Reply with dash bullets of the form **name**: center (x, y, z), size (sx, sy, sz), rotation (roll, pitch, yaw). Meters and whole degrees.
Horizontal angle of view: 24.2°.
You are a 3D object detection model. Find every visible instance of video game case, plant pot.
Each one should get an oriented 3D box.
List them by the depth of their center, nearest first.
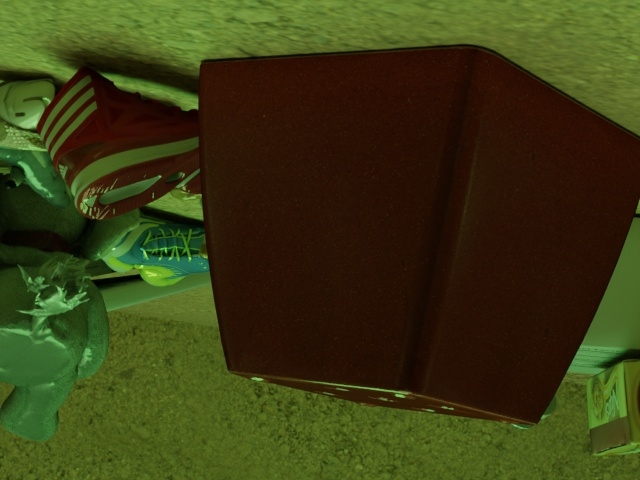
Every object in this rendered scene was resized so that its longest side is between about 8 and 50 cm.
- **plant pot**: center (0.065, 0.009, 1.149), size (0.267, 0.235, 0.267), rotation (3, 169, 40)
- **video game case**: center (-0.375, 0.087, 2.363), size (0.300, 0.036, 0.329), rotation (-7, -177, 26)

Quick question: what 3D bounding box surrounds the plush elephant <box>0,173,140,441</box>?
- **plush elephant**: center (-0.353, 0.031, 1.735), size (0.272, 0.255, 0.330), rotation (23, 135, -27)

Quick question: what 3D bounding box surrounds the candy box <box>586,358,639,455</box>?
- **candy box**: center (0.440, 0.163, 1.489), size (0.317, 0.087, 0.183), rotation (-2, 168, -2)

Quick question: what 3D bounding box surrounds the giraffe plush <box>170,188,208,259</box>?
- **giraffe plush**: center (-0.046, -0.025, 1.432), size (0.210, 0.181, 0.170), rotation (43, 175, 25)

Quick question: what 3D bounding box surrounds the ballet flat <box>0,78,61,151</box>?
- **ballet flat**: center (-0.222, -0.111, 1.308), size (0.206, 0.073, 0.067), rotation (9, 145, -12)

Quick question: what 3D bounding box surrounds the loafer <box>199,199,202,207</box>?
- **loafer**: center (-0.075, -0.032, 1.699), size (0.125, 0.045, 0.039), rotation (17, 162, -28)

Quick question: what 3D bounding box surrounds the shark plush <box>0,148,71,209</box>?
- **shark plush**: center (-0.304, -0.081, 1.533), size (0.073, 0.067, 0.161), rotation (6, 171, 22)

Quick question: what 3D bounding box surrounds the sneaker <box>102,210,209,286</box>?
- **sneaker**: center (-0.205, -0.004, 1.963), size (0.126, 0.091, 0.240), rotation (-12, 166, 14)

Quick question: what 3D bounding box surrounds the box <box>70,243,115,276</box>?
- **box**: center (-0.403, 0.037, 2.346), size (0.145, 0.038, 0.186), rotation (2, -172, 40)

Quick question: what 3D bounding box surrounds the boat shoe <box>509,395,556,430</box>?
- **boat shoe**: center (0.141, 0.128, 1.838), size (0.324, 0.096, 0.116), rotation (38, -152, 10)

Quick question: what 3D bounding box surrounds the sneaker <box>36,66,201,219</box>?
- **sneaker**: center (-0.131, -0.103, 1.233), size (0.221, 0.128, 0.087), rotation (-15, 152, -44)

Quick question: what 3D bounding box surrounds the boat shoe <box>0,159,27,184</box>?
- **boat shoe**: center (-0.334, -0.079, 1.644), size (0.056, 0.048, 0.153), rotation (3, 169, 39)

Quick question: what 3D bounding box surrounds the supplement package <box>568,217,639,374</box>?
- **supplement package**: center (0.305, 0.063, 1.560), size (0.134, 0.139, 0.244), rotation (3, 170, 18)
